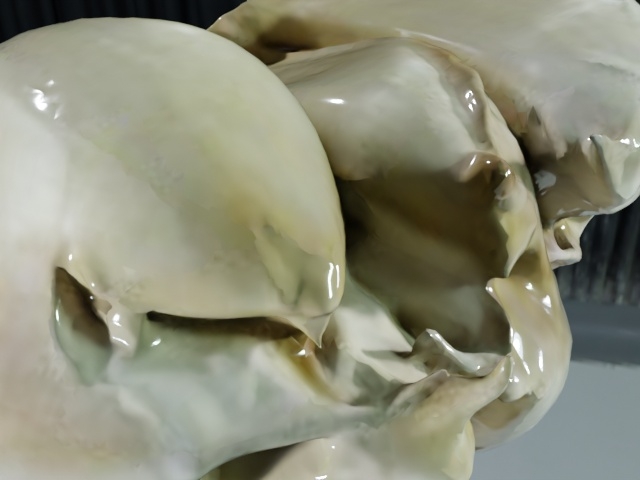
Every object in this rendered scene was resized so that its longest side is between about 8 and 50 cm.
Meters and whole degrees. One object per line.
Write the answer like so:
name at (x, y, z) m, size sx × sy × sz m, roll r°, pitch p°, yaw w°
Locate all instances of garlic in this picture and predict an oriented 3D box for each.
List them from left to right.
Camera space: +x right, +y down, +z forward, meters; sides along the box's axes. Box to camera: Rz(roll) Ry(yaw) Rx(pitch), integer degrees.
garlic at (-0.004, 0.016, 0.413) m, size 0.281 × 0.184 × 0.203 m, roll -17°, pitch 26°, yaw -36°
